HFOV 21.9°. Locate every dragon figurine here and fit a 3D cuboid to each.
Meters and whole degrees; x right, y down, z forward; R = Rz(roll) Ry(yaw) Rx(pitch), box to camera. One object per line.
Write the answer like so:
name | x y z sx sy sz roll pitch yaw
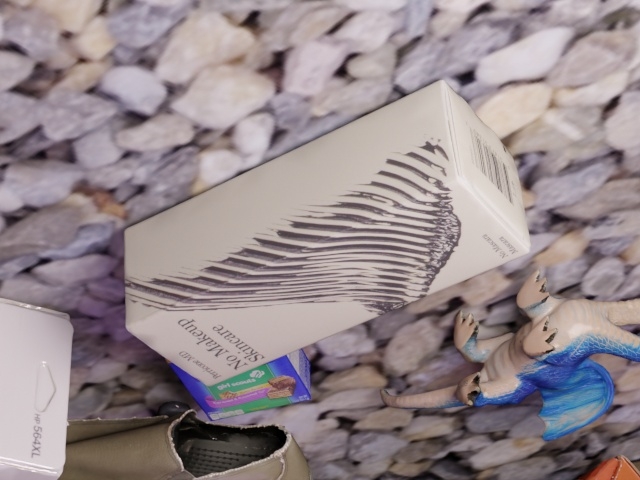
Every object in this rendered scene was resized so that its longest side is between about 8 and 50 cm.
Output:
dragon figurine | 0.184 0.104 1.341 0.144 0.085 0.289 24 133 -34

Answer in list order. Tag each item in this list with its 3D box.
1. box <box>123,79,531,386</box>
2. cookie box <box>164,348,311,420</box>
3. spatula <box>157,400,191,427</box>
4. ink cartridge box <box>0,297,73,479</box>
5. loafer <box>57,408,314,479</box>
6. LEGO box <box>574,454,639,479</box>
box | 0.000 0.000 1.168 0.275 0.094 0.113 -25 139 24
cookie box | -0.065 0.096 1.335 0.091 0.040 0.107 -13 142 12
spatula | -0.130 0.218 1.501 0.084 0.030 0.296 -1 144 -3
ink cartridge box | -0.273 0.158 1.301 0.085 0.148 0.203 16 138 -24
loafer | -0.129 0.172 1.353 0.251 0.094 0.087 2 130 0
LEGO box | 0.096 0.455 1.525 0.193 0.372 0.500 50 135 3
